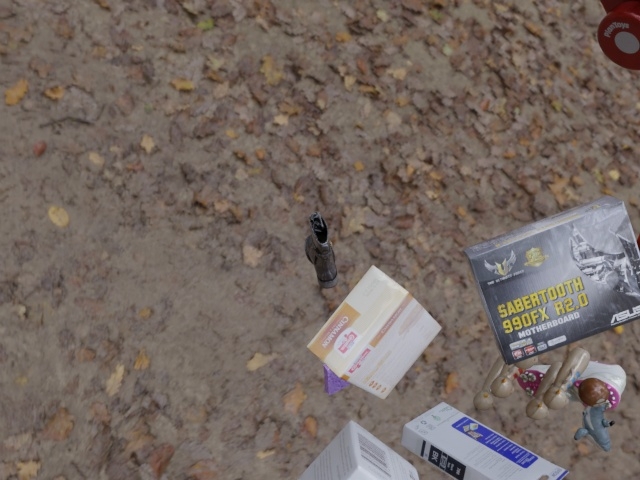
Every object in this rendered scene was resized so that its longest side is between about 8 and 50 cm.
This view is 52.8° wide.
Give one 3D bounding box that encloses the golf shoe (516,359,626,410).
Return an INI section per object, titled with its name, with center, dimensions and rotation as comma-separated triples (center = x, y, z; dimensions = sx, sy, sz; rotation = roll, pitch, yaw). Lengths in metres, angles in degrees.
[golf shoe]
center = 0.706, 0.393, 1.813
dimensions = 0.140, 0.306, 0.115
rotation = -33, 112, -37

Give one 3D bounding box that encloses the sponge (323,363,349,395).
[sponge]
center = 0.103, 0.376, 1.944
dimensions = 0.210, 0.117, 0.031
rotation = -24, 41, -23

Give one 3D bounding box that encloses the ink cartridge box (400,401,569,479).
[ink cartridge box]
center = 0.360, 0.486, 1.439
dimensions = 0.166, 0.065, 0.333
rotation = -12, 25, -43

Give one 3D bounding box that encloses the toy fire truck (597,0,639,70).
[toy fire truck]
center = 0.470, -0.382, 0.846
dimensions = 0.169, 0.302, 0.254
rotation = -45, 110, -11

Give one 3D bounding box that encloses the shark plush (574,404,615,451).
[shark plush]
center = 0.622, 0.391, 1.424
dimensions = 0.073, 0.161, 0.067
rotation = -13, 29, -38

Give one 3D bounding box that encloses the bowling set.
[bowling set]
center = 0.416, 0.265, 1.176
dimensions = 0.200, 0.287, 0.154
rotation = 34, 67, 18

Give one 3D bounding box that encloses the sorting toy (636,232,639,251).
[sorting toy]
center = 0.720, 0.028, 1.446
dimensions = 0.041, 0.307, 0.229
rotation = 18, 56, 23

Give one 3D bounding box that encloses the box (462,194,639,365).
[box]
center = 0.350, 0.059, 0.950
dimensions = 0.231, 0.056, 0.182
rotation = -20, 104, 5

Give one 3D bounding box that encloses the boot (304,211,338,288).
[boot]
center = 0.000, 0.000, 2.033
dimensions = 0.091, 0.228, 0.262
rotation = -15, 42, -7

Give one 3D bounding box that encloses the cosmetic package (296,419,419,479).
[cosmetic package]
center = 0.053, 0.429, 1.038
dimensions = 0.151, 0.151, 0.183
rotation = 39, 99, -9

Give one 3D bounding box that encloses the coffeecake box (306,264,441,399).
[coffeecake box]
center = 0.082, 0.136, 0.910
dimensions = 0.068, 0.185, 0.142
rotation = 38, 87, 32
